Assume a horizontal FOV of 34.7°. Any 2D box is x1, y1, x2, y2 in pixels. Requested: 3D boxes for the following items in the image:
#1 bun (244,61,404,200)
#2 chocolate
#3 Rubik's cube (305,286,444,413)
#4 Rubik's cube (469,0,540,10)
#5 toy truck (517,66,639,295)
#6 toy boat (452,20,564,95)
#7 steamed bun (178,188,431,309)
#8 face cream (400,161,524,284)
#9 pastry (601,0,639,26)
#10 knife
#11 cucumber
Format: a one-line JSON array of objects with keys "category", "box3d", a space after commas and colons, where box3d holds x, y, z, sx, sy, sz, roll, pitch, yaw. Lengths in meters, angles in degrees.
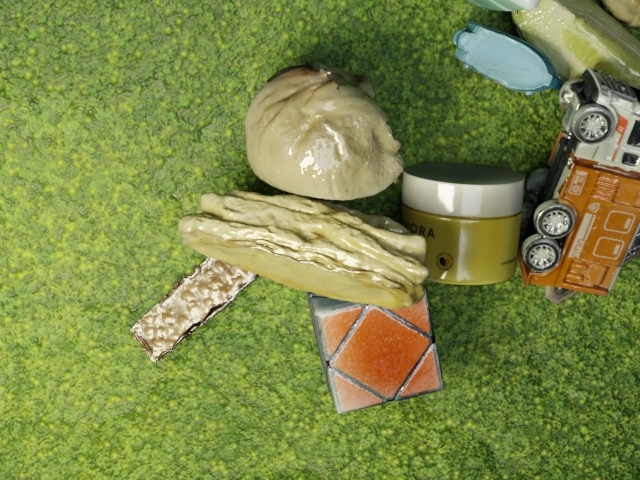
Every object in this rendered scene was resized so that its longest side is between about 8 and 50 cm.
[{"category": "bun", "box3d": [0.002, -0.200, 1.751, 0.282, 0.281, 0.204, -1, 111, -7]}, {"category": "chocolate", "box3d": [-0.208, 0.092, 1.907, 0.329, 0.065, 0.102, -41, 85, 3]}, {"category": "Rubik's cube", "box3d": [0.094, 0.171, 1.888, 0.205, 0.205, 0.207, -14, 106, -3]}, {"category": "Rubik's cube", "box3d": [0.248, -0.585, 1.665, 0.322, 0.316, 0.318, 26, 100, -11]}, {"category": "toy truck", "box3d": [0.493, -0.099, 1.837, 0.207, 0.173, 0.387, 14, 118, -3]}, {"category": "toy boat", "box3d": [0.339, -0.323, 1.848, 0.215, 0.102, 0.088, 25, 102, 4]}, {"category": "steamed bun", "box3d": [0.000, 0.000, 1.764, 0.428, 0.247, 0.189, 13, 65, 16]}, {"category": "face cream", "box3d": [0.252, -0.034, 1.848, 0.218, 0.218, 0.179, 1, 105, -7]}, {"category": "pastry", "box3d": [0.580, -0.464, 1.851, 0.157, 0.092, 0.156, -3, 103, -16]}, {"category": "knife", "box3d": [0.601, 0.023, 1.998, 0.365, 0.043, 0.089, -29, 103, 1]}, {"category": "cucumber", "box3d": [0.477, -0.358, 1.861, 0.325, 0.105, 0.145, 35, 130, -12]}]
